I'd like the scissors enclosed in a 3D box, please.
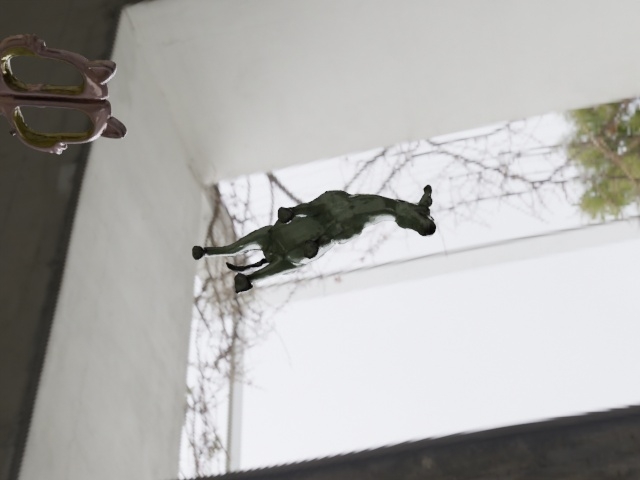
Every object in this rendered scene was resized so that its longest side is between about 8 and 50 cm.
[{"bbox_3d":[-0.385,-0.170,1.104,0.318,0.160,0.024,4,-140,6],"label":"scissors"}]

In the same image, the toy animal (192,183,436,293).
[{"bbox_3d":[-0.001,-0.006,0.963,0.217,0.073,0.176,-21,173,35],"label":"toy animal"}]
